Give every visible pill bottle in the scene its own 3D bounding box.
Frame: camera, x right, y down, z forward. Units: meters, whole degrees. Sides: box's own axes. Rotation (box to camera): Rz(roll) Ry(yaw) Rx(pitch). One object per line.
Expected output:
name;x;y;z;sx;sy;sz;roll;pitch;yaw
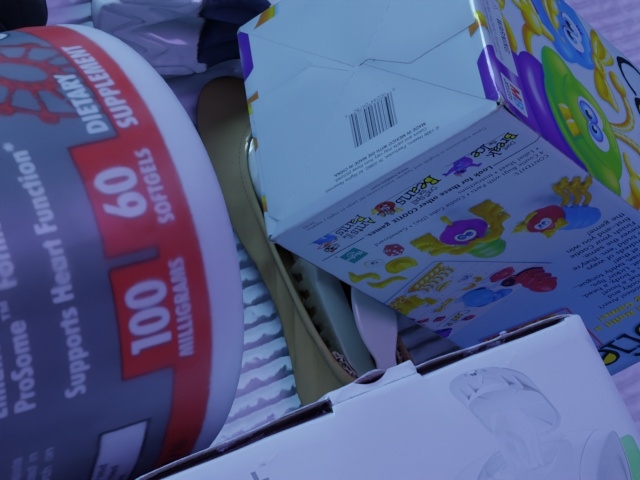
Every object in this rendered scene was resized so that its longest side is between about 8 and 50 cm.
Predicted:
pill bottle;-0.231;0.042;0.669;0.363;0.210;0.210;-16;78;-33

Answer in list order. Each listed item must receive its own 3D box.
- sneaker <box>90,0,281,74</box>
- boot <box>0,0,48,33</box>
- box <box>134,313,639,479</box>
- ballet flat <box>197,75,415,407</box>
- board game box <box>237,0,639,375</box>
sneaker;-0.013;-0.170;0.986;0.235;0.094;0.153;0;58;-2
boot;-0.238;-0.203;0.855;0.236;0.085;0.179;30;36;-26
box;-0.012;0.152;0.765;0.262;0.231;0.127;-16;78;-40
ballet flat;0.000;0.000;0.950;0.080;0.073;0.232;-14;77;-37
board game box;0.102;-0.038;0.930;0.275;0.144;0.142;31;39;-45
